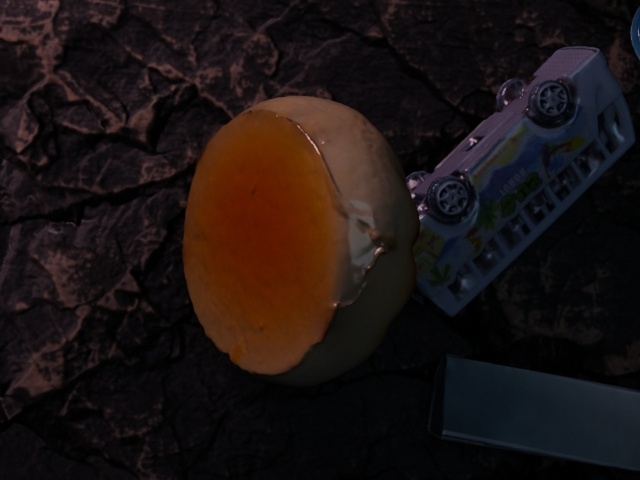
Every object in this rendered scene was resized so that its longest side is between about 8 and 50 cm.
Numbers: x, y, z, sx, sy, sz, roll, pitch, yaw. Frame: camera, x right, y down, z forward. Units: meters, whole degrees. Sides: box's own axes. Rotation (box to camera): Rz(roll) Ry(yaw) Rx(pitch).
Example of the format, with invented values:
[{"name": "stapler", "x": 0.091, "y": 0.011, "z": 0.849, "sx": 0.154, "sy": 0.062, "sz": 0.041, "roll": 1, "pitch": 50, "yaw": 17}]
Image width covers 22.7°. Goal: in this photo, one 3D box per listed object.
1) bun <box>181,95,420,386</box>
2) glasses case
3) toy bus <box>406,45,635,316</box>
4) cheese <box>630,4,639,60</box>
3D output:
[{"name": "bun", "x": 0.000, "y": 0.000, "z": 1.627, "sx": 0.165, "sy": 0.299, "sz": 0.299, "roll": -3, "pitch": 89, "yaw": -39}, {"name": "glasses case", "x": 0.255, "y": 0.202, "z": 1.789, "sx": 0.266, "sy": 0.056, "sz": 0.105, "roll": 11, "pitch": 62, "yaw": -12}, {"name": "toy bus", "x": 0.203, "y": -0.068, "z": 1.752, "sx": 0.330, "sy": 0.109, "sz": 0.136, "roll": -43, "pitch": 107, "yaw": -10}, {"name": "cheese", "x": 0.434, "y": -0.291, "z": 1.839, "sx": 0.106, "sy": 0.037, "sz": 0.256, "roll": 27, "pitch": 76, "yaw": -4}]
